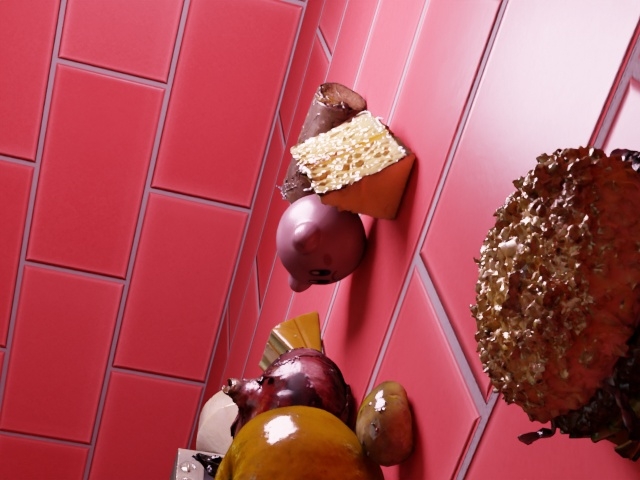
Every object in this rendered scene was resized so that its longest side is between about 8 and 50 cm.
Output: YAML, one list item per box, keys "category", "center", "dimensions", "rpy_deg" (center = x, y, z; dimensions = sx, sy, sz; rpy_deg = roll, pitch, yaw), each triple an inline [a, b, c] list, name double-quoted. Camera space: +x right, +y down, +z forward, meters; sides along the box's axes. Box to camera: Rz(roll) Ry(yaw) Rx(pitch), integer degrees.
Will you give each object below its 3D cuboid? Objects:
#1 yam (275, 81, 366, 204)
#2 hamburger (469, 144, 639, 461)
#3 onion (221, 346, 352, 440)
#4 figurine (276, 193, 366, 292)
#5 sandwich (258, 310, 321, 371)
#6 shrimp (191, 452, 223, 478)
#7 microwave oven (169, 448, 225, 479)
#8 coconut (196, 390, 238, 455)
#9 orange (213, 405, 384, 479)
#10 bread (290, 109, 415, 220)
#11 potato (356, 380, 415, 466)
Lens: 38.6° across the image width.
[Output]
- category: "yam"
  center: [0.002, -0.190, 1.953]
  dimensions: [0.131, 0.131, 0.280]
  rpy_deg: [-94, 21, -54]
- category: "hamburger"
  center: [0.201, 0.041, 0.703]
  dimensions: [0.261, 0.138, 0.243]
  rpy_deg: [-163, 85, -80]
- category: "onion"
  center: [-0.066, 0.294, 1.542]
  dimensions: [0.252, 0.219, 0.252]
  rpy_deg: [-60, 14, 27]
- category: "figurine"
  center: [0.000, 0.000, 1.652]
  dimensions: [0.173, 0.173, 0.173]
  rpy_deg: [-168, 90, -79]
- category: "sandwich"
  center: [-0.017, 0.254, 1.874]
  dimensions: [0.187, 0.144, 0.117]
  rpy_deg: [44, 130, 33]
- category: "shrimp"
  center: [-0.101, 0.416, 1.481]
  dimensions: [0.198, 0.262, 0.051]
  rpy_deg: [125, 166, -58]
- category: "microwave oven"
  center: [-0.189, 0.539, 1.834]
  dimensions: [0.145, 0.240, 0.194]
  rpy_deg: [-97, 22, -56]
- category: "coconut"
  center: [-0.169, 0.425, 1.977]
  dimensions: [0.222, 0.202, 0.202]
  rpy_deg: [-108, 31, -74]
- category: "orange"
  center: [-0.032, 0.369, 1.268]
  dimensions: [0.279, 0.235, 0.279]
  rpy_deg: [-52, 26, 38]
- category: "bread"
  center: [0.062, -0.128, 1.573]
  dimensions: [0.178, 0.142, 0.266]
  rpy_deg: [-38, 30, 6]
- category: "potato"
  center: [0.085, 0.244, 1.229]
  dimensions: [0.138, 0.070, 0.092]
  rpy_deg: [-103, 33, -65]
